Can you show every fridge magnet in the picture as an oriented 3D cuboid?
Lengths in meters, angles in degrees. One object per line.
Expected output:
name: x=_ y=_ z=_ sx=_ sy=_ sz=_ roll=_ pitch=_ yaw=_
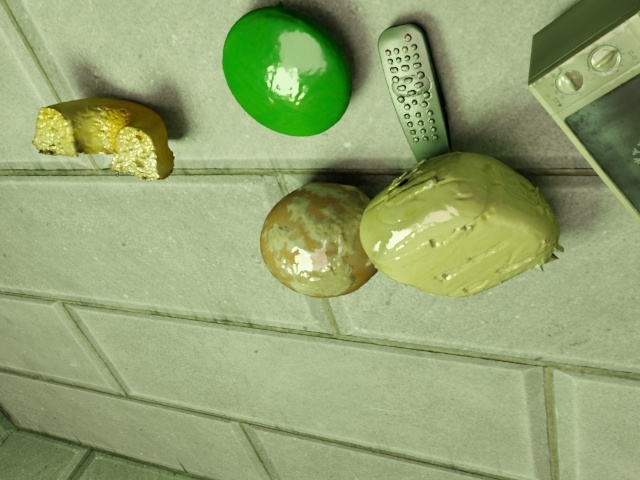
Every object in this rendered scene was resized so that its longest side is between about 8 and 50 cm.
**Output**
fridge magnet: x=-0.049 y=-0.249 z=0.940 sx=0.208 sy=0.088 sz=0.208 roll=17 pitch=137 yaw=16

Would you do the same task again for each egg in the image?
egg: x=0.000 y=0.000 z=1.069 sx=0.245 sy=0.203 sz=0.203 roll=-8 pitch=126 yaw=43

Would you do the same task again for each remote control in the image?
remote control: x=0.142 y=-0.205 z=0.909 sx=0.072 sy=0.042 sz=0.221 roll=-3 pitch=127 yaw=30

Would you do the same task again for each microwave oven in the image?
microwave oven: x=0.368 y=-0.161 z=0.717 sx=0.240 sy=0.194 sz=0.145 roll=44 pitch=131 yaw=-15

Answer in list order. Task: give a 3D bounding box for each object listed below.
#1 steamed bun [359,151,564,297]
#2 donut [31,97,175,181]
steamed bun: x=0.210 y=-0.033 z=0.940 sx=0.273 sy=0.166 sz=0.232 roll=17 pitch=139 yaw=-30
donut: x=-0.371 y=-0.195 z=1.141 sx=0.259 sy=0.152 sz=0.101 roll=13 pitch=120 yaw=12
